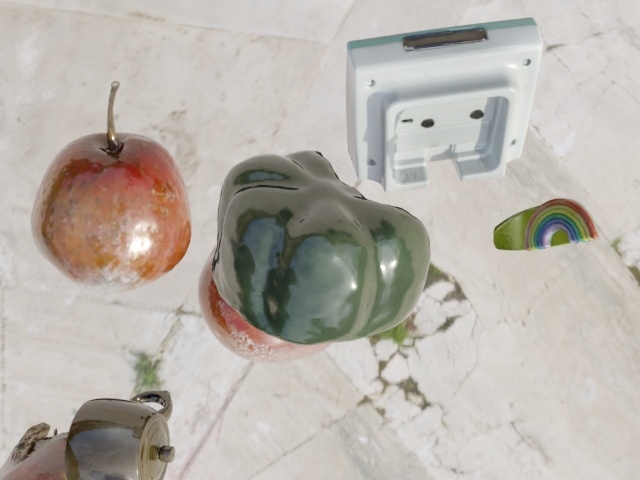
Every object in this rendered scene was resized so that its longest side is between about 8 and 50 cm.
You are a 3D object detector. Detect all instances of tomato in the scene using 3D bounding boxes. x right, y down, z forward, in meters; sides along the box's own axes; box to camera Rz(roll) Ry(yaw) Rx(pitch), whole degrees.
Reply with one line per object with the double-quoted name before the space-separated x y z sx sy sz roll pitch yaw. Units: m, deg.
"tomato" -0.066 0.090 1.501 0.270 0.270 0.227 -8 113 9

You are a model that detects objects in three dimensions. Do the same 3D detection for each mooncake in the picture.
"mooncake" 0.000 0.000 0.701 0.175 0.168 0.104 17 118 11

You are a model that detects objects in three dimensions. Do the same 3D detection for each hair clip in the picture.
"hair clip" 0.273 -0.016 1.132 0.033 0.188 0.060 -1 82 -28

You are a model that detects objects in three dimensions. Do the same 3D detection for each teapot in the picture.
"teapot" -0.139 0.153 0.670 0.068 0.121 0.076 1 119 13

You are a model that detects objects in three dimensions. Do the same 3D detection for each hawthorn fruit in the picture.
"hawthorn fruit" -0.295 -0.052 1.316 0.231 0.235 0.263 29 78 -29

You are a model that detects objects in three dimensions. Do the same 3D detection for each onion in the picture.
"onion" -0.295 0.303 0.995 0.161 0.248 0.248 36 107 -3

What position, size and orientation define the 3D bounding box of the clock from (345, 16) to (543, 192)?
"clock" 0.171 -0.182 1.258 0.262 0.116 0.231 -9 147 -4
